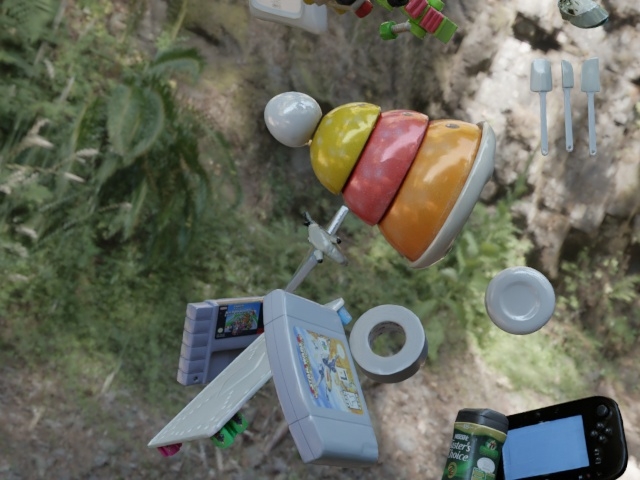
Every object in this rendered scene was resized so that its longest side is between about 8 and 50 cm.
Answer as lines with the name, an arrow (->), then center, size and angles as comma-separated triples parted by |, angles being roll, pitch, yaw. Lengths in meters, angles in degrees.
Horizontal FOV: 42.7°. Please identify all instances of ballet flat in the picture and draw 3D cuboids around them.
ballet flat -> 0.619, -0.553, 1.959 | 0.068, 0.072, 0.213 | 57, 7, -20

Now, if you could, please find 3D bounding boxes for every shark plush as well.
shark plush -> 0.000, 0.000, 1.865 | 0.161, 0.073, 0.067 | 39, 11, 34

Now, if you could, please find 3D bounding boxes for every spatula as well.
spatula -> 0.597, -0.324, 1.994 | 0.168, 0.242, 0.019 | -1, -1, -3

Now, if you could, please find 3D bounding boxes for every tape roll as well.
tape roll -> 0.196, 0.297, 2.353 | 0.219, 0.219, 0.072 | 30, -17, 30

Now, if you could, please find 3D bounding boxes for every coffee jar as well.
coffee jar -> 0.262, 0.380, 1.410 | 0.079, 0.184, 0.096 | 23, -19, -17

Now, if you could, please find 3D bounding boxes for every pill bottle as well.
pill bottle -> 0.546, 0.165, 2.258 | 0.181, 0.181, 0.323 | 27, 2, 13

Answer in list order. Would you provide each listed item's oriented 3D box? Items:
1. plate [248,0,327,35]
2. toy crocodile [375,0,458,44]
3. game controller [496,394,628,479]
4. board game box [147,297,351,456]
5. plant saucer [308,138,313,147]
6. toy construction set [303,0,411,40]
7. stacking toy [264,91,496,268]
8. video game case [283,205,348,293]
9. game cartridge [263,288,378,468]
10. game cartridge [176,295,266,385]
plate -> -0.096, -0.634, 1.920 | 0.045, 0.278, 0.277 | -28, 38, -35
toy crocodile -> 0.251, -0.635, 2.210 | 0.340, 0.115, 0.105 | 29, 14, -37
game controller -> 0.439, 0.408, 1.592 | 0.067, 0.319, 0.166 | 40, 42, -33
board game box -> -0.149, 0.293, 1.694 | 0.050, 0.390, 0.390 | 51, -32, -6
plant saucer -> 0.050, -0.199, 2.101 | 0.200, 0.037, 0.200 | 39, 3, -2
toy construction set -> -0.001, -0.537, 1.554 | 0.237, 0.258, 0.308 | 2, -6, 45
stacking toy -> 0.100, -0.182, 1.752 | 0.479, 0.351, 0.350 | 26, 8, -4
video game case -> -0.017, 0.033, 2.023 | 0.023, 0.212, 0.193 | 34, 52, -4
game cartridge -> -0.005, 0.228, 1.370 | 0.198, 0.062, 0.297 | 31, 37, -54
game cartridge -> -0.233, 0.272, 2.289 | 0.068, 0.230, 0.355 | 23, 16, 40
